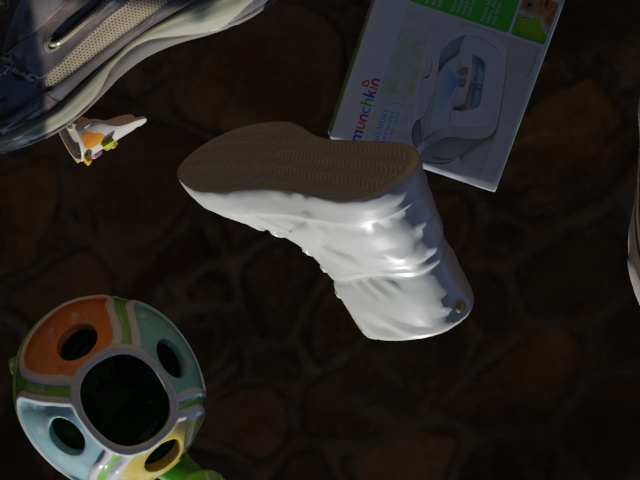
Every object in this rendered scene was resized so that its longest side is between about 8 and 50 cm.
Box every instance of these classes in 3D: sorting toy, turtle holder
[{"bbox_3d":[-0.213,-0.110,1.208,0.075,0.045,0.083,-25,-163,-20],"label":"sorting toy"},{"bbox_3d":[-0.259,0.227,1.558,0.243,0.320,0.227,-12,-178,-19],"label":"turtle holder"}]

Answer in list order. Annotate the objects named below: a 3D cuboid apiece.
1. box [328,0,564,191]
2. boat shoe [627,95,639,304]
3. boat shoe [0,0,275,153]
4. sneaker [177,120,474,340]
[{"bbox_3d":[0.159,-0.230,1.581,0.127,0.231,0.262,-82,-169,-75],"label":"box"},{"bbox_3d":[0.344,-0.070,1.061,0.127,0.341,0.158,3,147,0],"label":"boat shoe"},{"bbox_3d":[-0.186,-0.188,0.900,0.355,0.132,0.130,-29,137,10],"label":"boat shoe"},{"bbox_3d":[0.000,0.000,0.990,0.108,0.169,0.292,-40,-149,-22],"label":"sneaker"}]
